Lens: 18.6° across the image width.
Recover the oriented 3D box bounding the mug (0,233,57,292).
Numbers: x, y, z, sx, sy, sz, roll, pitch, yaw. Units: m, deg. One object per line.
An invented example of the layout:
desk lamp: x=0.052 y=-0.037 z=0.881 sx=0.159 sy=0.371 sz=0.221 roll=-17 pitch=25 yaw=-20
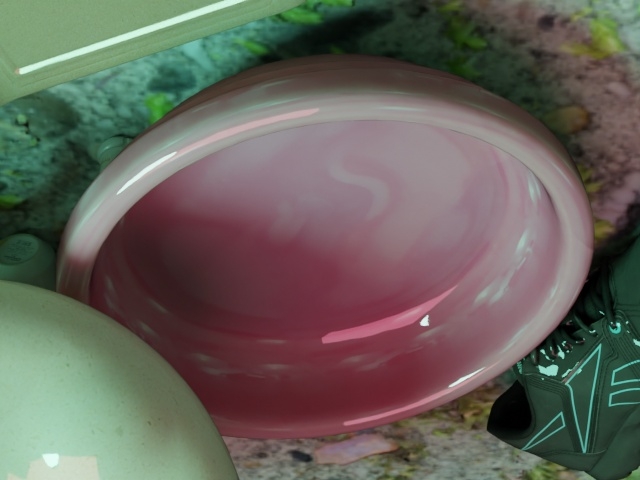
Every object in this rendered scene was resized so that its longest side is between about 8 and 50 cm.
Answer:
mug: x=-0.205 y=0.033 z=1.313 sx=0.078 sy=0.062 sz=0.064 roll=-18 pitch=130 yaw=-13

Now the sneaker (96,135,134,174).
sneaker: x=-0.096 y=-0.026 z=1.254 sx=0.109 sy=0.044 sz=0.040 roll=21 pitch=133 yaw=-20

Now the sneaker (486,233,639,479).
sneaker: x=0.188 y=0.071 z=1.297 sx=0.106 sy=0.101 sz=0.267 roll=11 pitch=137 yaw=-4

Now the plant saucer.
plant saucer: x=0.000 y=0.000 z=1.211 sx=0.332 sy=0.084 sz=0.332 roll=-6 pitch=140 yaw=-5

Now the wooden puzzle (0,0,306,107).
wooden puzzle: x=-0.147 y=-0.187 z=1.090 sx=0.238 sy=0.044 sz=0.221 roll=-19 pitch=132 yaw=17

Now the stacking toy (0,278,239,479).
stacking toy: x=-0.279 y=0.204 z=1.268 sx=0.350 sy=0.351 sz=0.480 roll=25 pitch=168 yaw=-21
